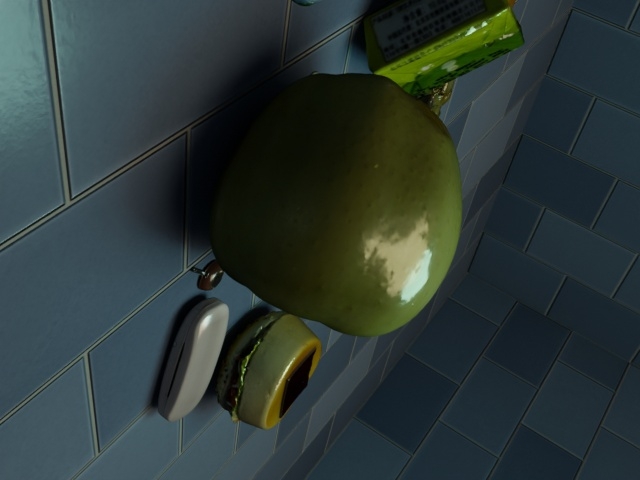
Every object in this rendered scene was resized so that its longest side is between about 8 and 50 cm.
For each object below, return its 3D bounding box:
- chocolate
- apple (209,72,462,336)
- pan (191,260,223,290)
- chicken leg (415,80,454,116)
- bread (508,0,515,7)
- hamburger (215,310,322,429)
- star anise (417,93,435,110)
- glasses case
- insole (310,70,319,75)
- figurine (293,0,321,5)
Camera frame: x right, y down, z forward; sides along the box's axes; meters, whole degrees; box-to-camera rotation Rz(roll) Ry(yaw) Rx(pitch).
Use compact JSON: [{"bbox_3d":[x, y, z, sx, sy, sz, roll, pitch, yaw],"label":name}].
[{"bbox_3d":[0.260,-0.438,1.627,0.300,0.137,0.288,-23,172,20],"label":"chocolate"},{"bbox_3d":[0.034,-0.062,1.356,0.474,0.473,0.474,-50,159,-27],"label":"apple"},{"bbox_3d":[-0.222,0.070,1.513,0.068,0.023,0.115,-59,162,0],"label":"pan"},{"bbox_3d":[0.311,-0.399,2.112,0.228,0.088,0.103,101,16,-58],"label":"chicken leg"},{"bbox_3d":[0.458,-0.677,2.007,0.174,0.121,0.245,-60,159,3],"label":"bread"},{"bbox_3d":[-0.131,0.308,1.860,0.300,0.176,0.300,-50,157,-30],"label":"hamburger"},{"bbox_3d":[0.170,-0.233,1.855,0.315,0.108,0.315,-34,159,-15],"label":"star anise"},{"bbox_3d":[-0.264,0.249,1.588,0.113,0.075,0.297,-25,140,-58],"label":"glasses case"},{"bbox_3d":[-0.026,-0.258,1.559,0.065,0.006,0.193,-41,153,-43],"label":"insole"},{"bbox_3d":[0.003,-0.446,1.167,0.114,0.144,0.178,-25,130,-65],"label":"figurine"}]
